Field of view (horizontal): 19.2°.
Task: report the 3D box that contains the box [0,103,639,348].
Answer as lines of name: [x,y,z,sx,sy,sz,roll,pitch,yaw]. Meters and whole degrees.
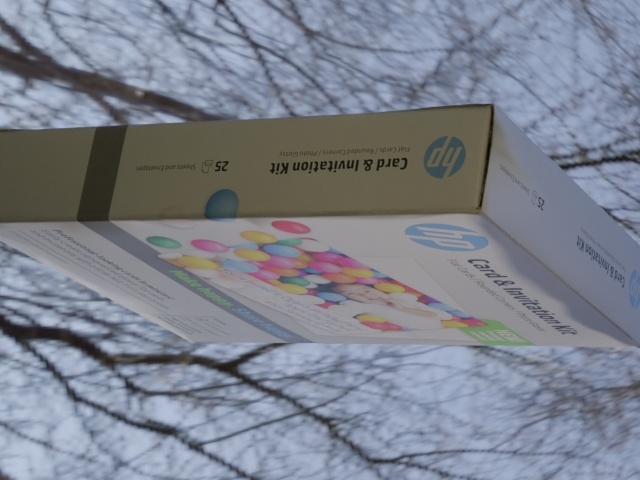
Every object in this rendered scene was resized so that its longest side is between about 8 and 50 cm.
box: [0.000,0.000,0.640,0.186,0.145,0.038,-2,-109,28]
